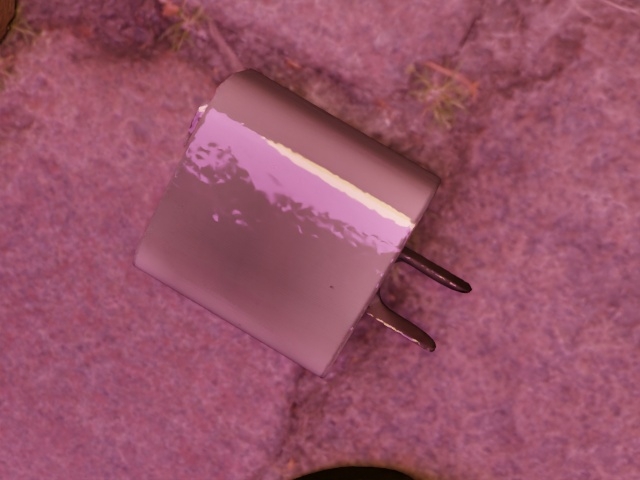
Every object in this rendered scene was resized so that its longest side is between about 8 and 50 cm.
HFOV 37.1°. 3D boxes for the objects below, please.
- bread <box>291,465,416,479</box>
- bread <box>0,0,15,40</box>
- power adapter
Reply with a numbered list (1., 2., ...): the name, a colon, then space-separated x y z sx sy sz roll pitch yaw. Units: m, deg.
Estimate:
1. bread: 0.047 0.396 0.868 0.382 0.129 0.366 -21 98 16
2. bread: -0.350 -0.207 0.799 0.134 0.141 0.148 38 108 2
3. power adapter: 0.000 0.000 0.790 0.255 0.124 0.187 30 108 2
